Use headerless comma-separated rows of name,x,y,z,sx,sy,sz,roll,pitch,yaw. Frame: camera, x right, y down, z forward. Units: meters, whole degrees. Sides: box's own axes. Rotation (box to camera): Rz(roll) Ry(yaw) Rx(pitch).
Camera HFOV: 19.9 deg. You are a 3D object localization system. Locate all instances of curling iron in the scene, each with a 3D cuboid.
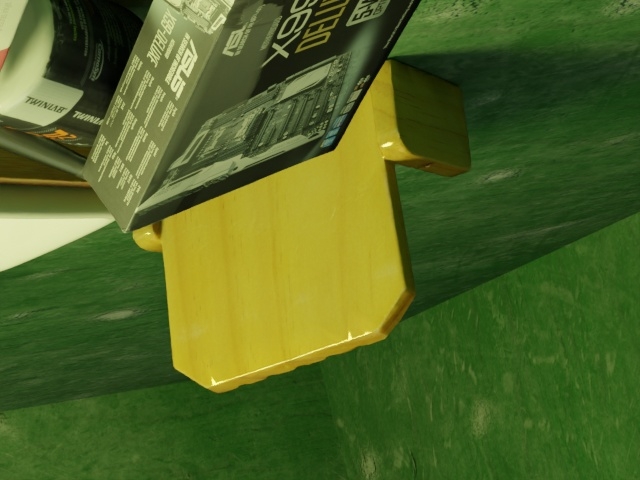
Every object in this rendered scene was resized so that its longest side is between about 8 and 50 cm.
curling iron,-0.315,-0.110,1.546,0.274,0.035,0.068,19,169,-19

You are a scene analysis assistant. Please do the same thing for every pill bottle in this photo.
pill bottle,-0.217,-0.148,1.516,0.130,0.130,0.245,-19,168,20

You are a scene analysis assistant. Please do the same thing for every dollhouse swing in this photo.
dollhouse swing,0.000,0.000,2.094,0.347,0.305,0.315,-20,168,23

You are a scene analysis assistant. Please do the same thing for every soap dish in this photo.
soap dish,-0.369,-0.047,1.857,0.229,0.118,0.291,-22,166,34

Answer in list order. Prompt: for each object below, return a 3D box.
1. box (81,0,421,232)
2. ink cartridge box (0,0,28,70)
box,-0.044,-0.155,1.492,0.242,0.076,0.307,-24,158,-36
ink cartridge box,-0.363,-0.167,1.261,0.283,0.117,0.207,-10,167,-21
